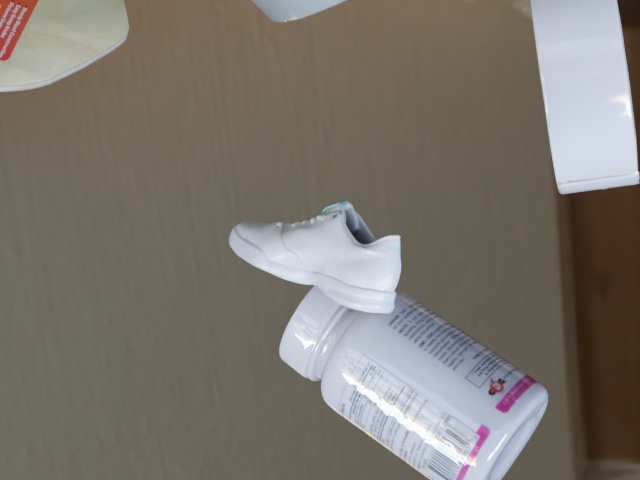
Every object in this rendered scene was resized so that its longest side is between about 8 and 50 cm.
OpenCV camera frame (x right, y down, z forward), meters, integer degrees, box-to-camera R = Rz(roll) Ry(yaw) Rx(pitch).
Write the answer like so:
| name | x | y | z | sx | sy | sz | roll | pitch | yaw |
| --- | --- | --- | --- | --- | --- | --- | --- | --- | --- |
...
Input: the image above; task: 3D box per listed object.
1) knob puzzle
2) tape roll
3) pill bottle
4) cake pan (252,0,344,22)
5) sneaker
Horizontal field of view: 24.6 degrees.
| name | x | y | z | sx | sy | sz | roll | pitch | yaw |
| --- | --- | --- | --- | --- | --- | --- | --- | --- | --- |
| knob puzzle | -0.234 | -0.179 | 1.074 | 0.213 | 0.213 | 0.030 | -14 | 157 | -21 |
| tape roll | 0.321 | -0.200 | 1.791 | 0.100 | 0.286 | 0.286 | -8 | -162 | 10 |
| pill bottle | 0.103 | 0.159 | 1.680 | 0.283 | 0.160 | 0.160 | 34 | -145 | 18 |
| cake pan | 0.062 | -0.222 | 0.891 | 0.293 | 0.054 | 0.293 | -30 | -164 | 10 |
| sneaker | 0.000 | 0.000 | 1.486 | 0.212 | 0.094 | 0.080 | 20 | -168 | 36 |
